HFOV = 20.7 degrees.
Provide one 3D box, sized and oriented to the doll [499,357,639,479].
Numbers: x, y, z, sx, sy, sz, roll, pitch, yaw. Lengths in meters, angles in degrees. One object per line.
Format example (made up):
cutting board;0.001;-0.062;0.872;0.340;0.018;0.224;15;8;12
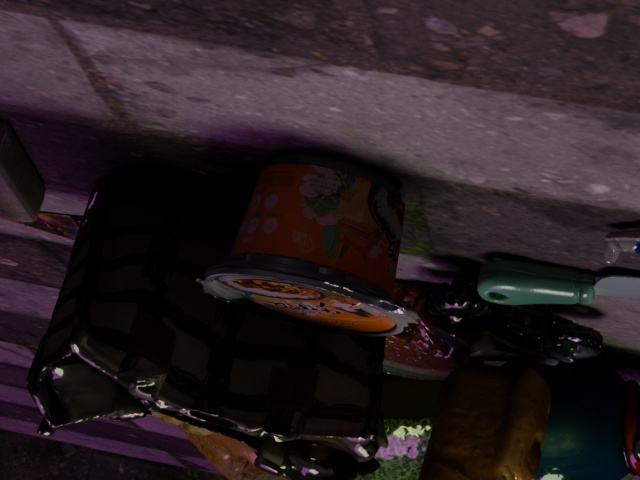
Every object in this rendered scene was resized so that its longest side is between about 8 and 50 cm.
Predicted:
doll;0.303;0.213;1.965;0.322;0.186;0.198;-7;-166;8

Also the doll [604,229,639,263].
doll;0.331;0.012;1.423;0.114;0.057;0.227;25;164;-25

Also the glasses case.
glasses case;-0.322;-0.069;1.711;0.071;0.047;0.205;13;166;4

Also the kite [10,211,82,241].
kite;-0.312;-0.022;1.954;0.190;0.010;0.159;5;163;27

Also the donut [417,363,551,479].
donut;0.161;0.231;1.789;0.114;0.226;0.226;12;166;6

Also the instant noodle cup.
instant noodle cup;0.000;0.000;1.526;0.208;0.125;0.177;10;164;15

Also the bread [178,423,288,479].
bread;-0.085;0.272;2.576;0.262;0.162;0.204;-1;154;-2

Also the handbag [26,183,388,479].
handbag;-0.094;0.099;1.657;0.325;0.162;0.327;16;-157;-7

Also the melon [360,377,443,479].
melon;0.075;0.236;2.255;0.331;0.226;0.343;44;164;-31

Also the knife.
knife;0.276;0.043;1.651;0.260;0.034;0.063;2;154;15

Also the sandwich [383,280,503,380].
sandwich;0.106;0.101;1.906;0.235;0.079;0.159;8;164;23

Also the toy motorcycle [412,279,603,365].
toy motorcycle;0.181;0.089;1.786;0.213;0.082;0.122;19;166;-29

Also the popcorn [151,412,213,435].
popcorn;-0.123;0.129;2.012;0.235;0.181;0.217;10;165;15
